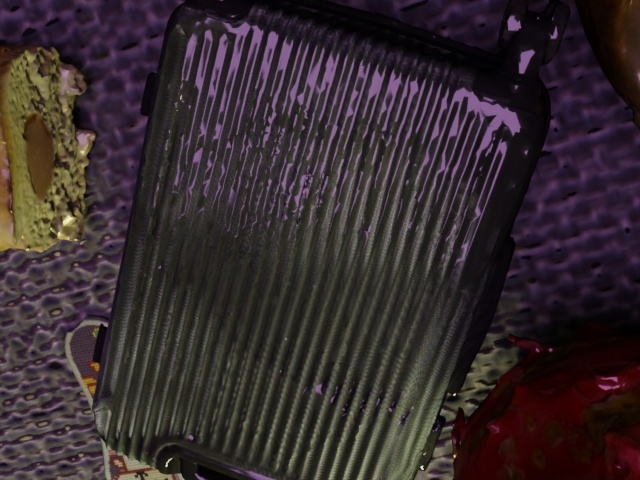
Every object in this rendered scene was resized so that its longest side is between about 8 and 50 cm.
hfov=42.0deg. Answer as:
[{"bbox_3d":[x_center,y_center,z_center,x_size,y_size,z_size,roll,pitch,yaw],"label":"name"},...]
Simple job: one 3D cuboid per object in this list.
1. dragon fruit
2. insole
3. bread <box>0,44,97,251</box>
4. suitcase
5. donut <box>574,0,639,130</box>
[{"bbox_3d":[0.157,0.139,0.404,0.205,0.268,0.210,-14,78,25],"label":"dragon fruit"},{"bbox_3d":[-0.137,0.145,0.606,0.065,0.004,0.197,-11,105,16],"label":"insole"},{"bbox_3d":[-0.237,-0.059,0.521,0.173,0.085,0.134,7,112,10],"label":"bread"},{"bbox_3d":[0.000,0.000,0.461,0.202,0.128,0.312,18,110,7],"label":"suitcase"},{"bbox_3d":[0.227,-0.058,0.291,0.170,0.360,0.360,-26,100,4],"label":"donut"}]
